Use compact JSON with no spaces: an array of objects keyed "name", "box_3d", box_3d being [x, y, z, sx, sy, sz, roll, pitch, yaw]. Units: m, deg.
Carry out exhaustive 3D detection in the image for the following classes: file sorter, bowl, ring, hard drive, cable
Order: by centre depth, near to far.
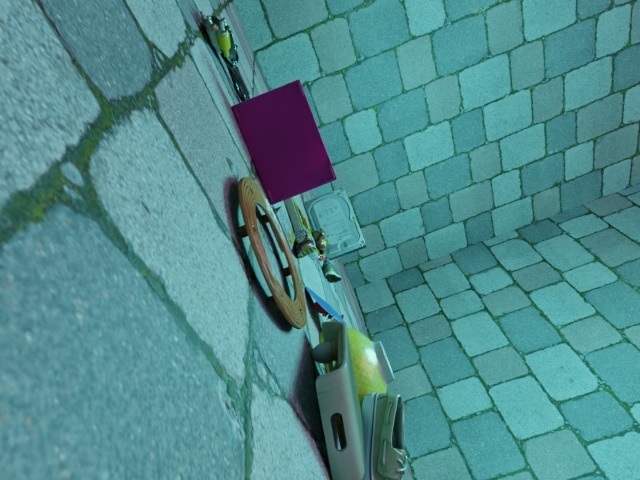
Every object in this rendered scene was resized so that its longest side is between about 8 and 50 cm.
[{"name":"ring","box_3d":[-0.103,0.028,0.855,0.336,0.032,0.337,-20,90,-86]},{"name":"bowl","box_3d":[0.120,0.369,1.163,0.289,0.156,0.290,-20,90,-86]},{"name":"cable","box_3d":[-0.287,-0.538,1.210,0.139,0.072,0.287,42,-24,29]},{"name":"file sorter","box_3d":[-0.101,-0.282,1.213,0.182,0.202,0.291,-100,169,-82]},{"name":"hard drive","box_3d":[0.072,-0.083,2.098,0.064,0.236,0.339,51,20,-74]}]

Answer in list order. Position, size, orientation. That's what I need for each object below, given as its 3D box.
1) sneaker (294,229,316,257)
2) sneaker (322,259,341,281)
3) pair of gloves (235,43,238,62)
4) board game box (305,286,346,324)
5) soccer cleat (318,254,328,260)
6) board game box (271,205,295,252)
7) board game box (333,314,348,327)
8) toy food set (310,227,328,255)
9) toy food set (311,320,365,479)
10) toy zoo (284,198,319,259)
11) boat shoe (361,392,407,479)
[{"name":"sneaker","box_3d":[-0.058,0.007,1.300,0.084,0.069,0.185,61,-2,4]},{"name":"sneaker","box_3d":[0.053,0.143,1.925,0.192,0.064,0.086,48,26,-69]},{"name":"pair of gloves","box_3d":[-0.279,-0.582,1.231,0.083,0.010,0.074,43,-28,4]},{"name":"board game box","box_3d":[0.007,0.208,1.209,0.168,0.033,0.133,43,1,-32]},{"name":"soccer cleat","box_3d":[0.006,0.083,1.899,0.083,0.035,0.029,17,74,-56]},{"name":"board game box","box_3d":[-0.105,-0.035,1.123,0.154,0.026,0.104,-89,158,-77]},{"name":"board game box","box_3d":[0.087,0.364,1.483,0.193,0.045,0.147,-23,93,-86]},{"name":"toy food set","box_3d":[0.000,0.000,1.907,0.218,0.071,0.128,55,15,-71]},{"name":"toy food set","box_3d":[0.028,0.320,0.853,0.306,0.092,0.220,-64,145,-82]},{"name":"toy zoo","box_3d":[-0.066,-0.037,1.562,0.293,0.030,0.192,56,13,-71]},{"name":"boat shoe","box_3d":[0.148,0.496,0.927,0.109,0.094,0.302,43,37,-41]}]
